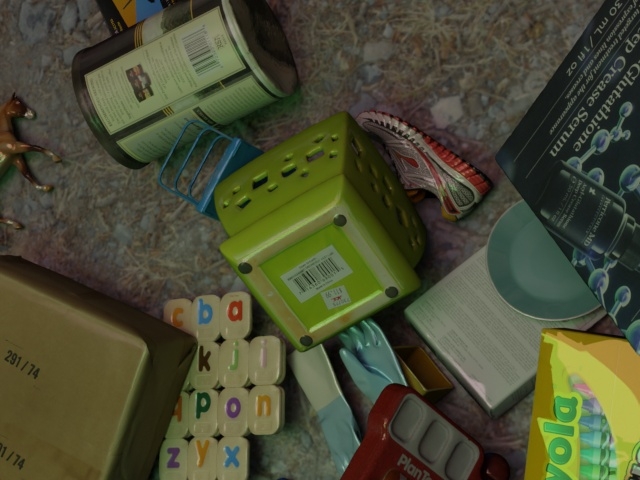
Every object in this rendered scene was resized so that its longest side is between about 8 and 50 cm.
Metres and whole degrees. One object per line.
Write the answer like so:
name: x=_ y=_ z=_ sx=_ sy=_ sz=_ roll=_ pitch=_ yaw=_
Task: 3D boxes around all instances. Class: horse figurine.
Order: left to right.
horse figurine: x=-0.535 y=-0.099 z=2.175 sx=0.174 sy=0.066 sz=0.263 roll=38 pitch=94 yaw=20

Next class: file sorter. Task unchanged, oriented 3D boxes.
file sorter: x=-0.138 y=-0.093 z=1.934 sx=0.104 sy=0.170 sz=0.118 roll=30 pitch=92 yaw=30

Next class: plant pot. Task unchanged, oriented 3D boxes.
plant pot: x=0.000 y=0.000 z=1.763 sx=0.228 sy=0.227 sz=0.207 roll=-29 pitch=24 yaw=15
plant pot: x=0.115 y=0.201 z=1.808 sx=0.083 sy=0.081 sz=0.081 roll=-49 pitch=64 yaw=22

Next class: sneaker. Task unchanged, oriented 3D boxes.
sneaker: x=0.129 y=-0.109 z=1.859 sx=0.225 sy=0.088 sz=0.093 roll=38 pitch=97 yaw=26

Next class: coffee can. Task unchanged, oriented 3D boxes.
coffee can: x=-0.202 y=-0.251 z=1.977 sx=0.275 sy=0.201 sz=0.201 roll=-23 pitch=71 yaw=18

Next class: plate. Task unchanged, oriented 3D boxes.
plate: x=0.315 y=0.022 z=1.765 sx=0.188 sy=0.024 sz=0.188 roll=-5 pitch=67 yaw=13

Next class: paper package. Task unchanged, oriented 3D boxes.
paper package: x=-0.391 y=0.220 z=1.926 sx=0.325 sy=0.168 sz=0.309 roll=22 pitch=96 yaw=18

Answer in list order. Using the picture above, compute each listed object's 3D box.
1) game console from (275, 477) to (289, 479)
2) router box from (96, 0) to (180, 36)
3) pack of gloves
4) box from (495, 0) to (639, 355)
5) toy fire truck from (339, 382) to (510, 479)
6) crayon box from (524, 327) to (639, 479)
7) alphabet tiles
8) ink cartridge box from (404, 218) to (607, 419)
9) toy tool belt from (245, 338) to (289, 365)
game console: x=-0.038 y=0.529 z=1.837 sx=0.293 sy=0.173 sz=0.250 roll=-53 pitch=33 yaw=5
router box: x=-0.295 y=-0.400 z=2.137 sx=0.133 sy=0.046 sz=0.179 roll=-32 pitch=68 yaw=16
pack of gloves: x=0.043 y=0.225 z=1.798 sx=0.195 sy=0.046 sz=0.232 roll=-38 pitch=72 yaw=41
box: x=0.428 y=-0.074 z=1.519 sx=0.293 sy=0.212 sz=0.395 roll=-57 pitch=35 yaw=23
toy fire truck: x=0.136 y=0.354 z=1.661 sx=0.169 sy=0.302 sz=0.254 roll=8 pitch=63 yaw=57
crayon box: x=0.412 y=0.305 z=1.611 sx=0.313 sy=0.106 sz=0.363 roll=6 pitch=90 yaw=25
alphabet tiles: x=-0.166 y=0.219 z=1.930 sx=0.284 sy=0.021 sz=0.278 roll=-8 pitch=77 yaw=36
ink cartridge box: x=0.260 y=0.099 z=1.789 sx=0.232 sy=0.066 sz=0.189 roll=-37 pitch=65 yaw=-9
toy tool belt: x=-0.080 y=0.171 z=1.926 sx=0.083 sy=0.051 sz=0.052 roll=26 pitch=107 yaw=39
